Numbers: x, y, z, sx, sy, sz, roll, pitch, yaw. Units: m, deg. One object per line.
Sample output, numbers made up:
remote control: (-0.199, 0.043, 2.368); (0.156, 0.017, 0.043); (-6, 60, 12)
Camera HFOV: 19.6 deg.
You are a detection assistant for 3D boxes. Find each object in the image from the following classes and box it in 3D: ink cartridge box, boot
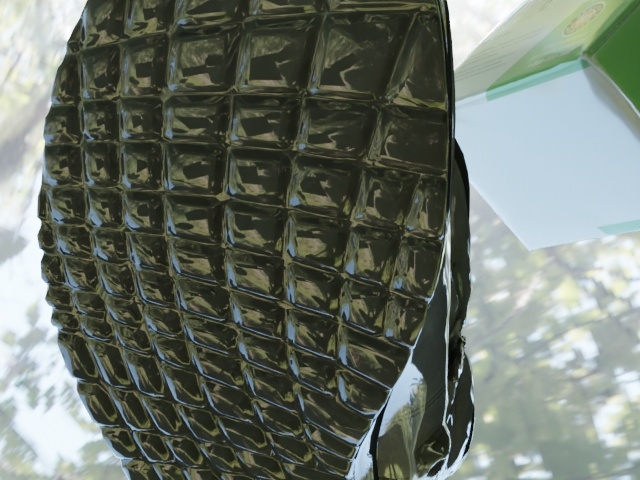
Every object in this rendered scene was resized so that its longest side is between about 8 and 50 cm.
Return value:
ink cartridge box: (0.165, -0.102, 0.811); (0.093, 0.154, 0.212); (47, -111, -12)
boot: (0.000, 0.000, 0.631); (0.118, 0.338, 0.223); (12, -146, 10)
